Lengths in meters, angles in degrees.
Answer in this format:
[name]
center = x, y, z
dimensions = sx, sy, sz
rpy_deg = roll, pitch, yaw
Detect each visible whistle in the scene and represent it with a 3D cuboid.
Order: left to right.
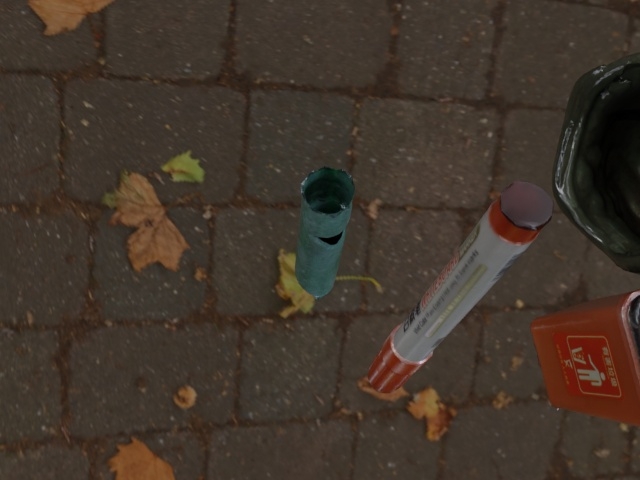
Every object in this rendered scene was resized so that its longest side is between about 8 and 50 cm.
[whistle]
center = 0.000, 0.000, 0.712
dimensions = 0.039, 0.186, 0.039
rpy_deg = 1, 69, -4

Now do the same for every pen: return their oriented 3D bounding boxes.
[pen]
center = 0.067, 0.037, 0.512
dimensions = 0.028, 0.239, 0.028
rpy_deg = 6, 63, -11

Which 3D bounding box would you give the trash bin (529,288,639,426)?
[trash bin]
center = 0.359, 0.118, 1.020
dimensions = 0.184, 0.239, 0.161
rpy_deg = -14, 89, -21

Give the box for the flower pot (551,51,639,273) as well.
[flower pot]
center = 0.429, -0.080, 1.120
dimensions = 0.213, 0.302, 0.302
rpy_deg = -1, 106, -37
